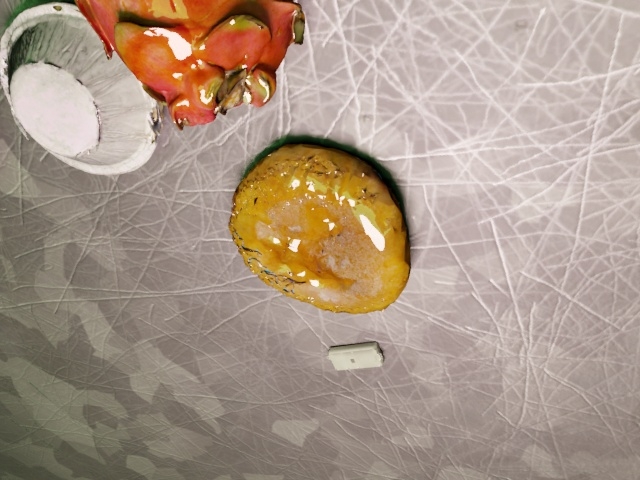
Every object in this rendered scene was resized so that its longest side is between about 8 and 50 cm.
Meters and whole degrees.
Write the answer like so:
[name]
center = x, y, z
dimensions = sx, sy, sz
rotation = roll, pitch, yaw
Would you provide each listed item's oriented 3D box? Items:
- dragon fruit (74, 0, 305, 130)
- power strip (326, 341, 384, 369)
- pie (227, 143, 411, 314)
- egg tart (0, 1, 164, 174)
[dragon fruit]
center = -0.118, -0.238, 0.614
dimensions = 0.224, 0.224, 0.227
rotation = -12, 114, 26
[power strip]
center = 0.055, 0.180, 0.975
dimensions = 0.090, 0.016, 0.040
rotation = -11, 120, 24
[pie]
center = -0.001, 0.000, 0.833
dimensions = 0.274, 0.069, 0.273
rotation = 12, 127, 16
[egg tart]
center = -0.312, -0.178, 0.794
dimensions = 0.234, 0.094, 0.234
rotation = 11, 127, 14
